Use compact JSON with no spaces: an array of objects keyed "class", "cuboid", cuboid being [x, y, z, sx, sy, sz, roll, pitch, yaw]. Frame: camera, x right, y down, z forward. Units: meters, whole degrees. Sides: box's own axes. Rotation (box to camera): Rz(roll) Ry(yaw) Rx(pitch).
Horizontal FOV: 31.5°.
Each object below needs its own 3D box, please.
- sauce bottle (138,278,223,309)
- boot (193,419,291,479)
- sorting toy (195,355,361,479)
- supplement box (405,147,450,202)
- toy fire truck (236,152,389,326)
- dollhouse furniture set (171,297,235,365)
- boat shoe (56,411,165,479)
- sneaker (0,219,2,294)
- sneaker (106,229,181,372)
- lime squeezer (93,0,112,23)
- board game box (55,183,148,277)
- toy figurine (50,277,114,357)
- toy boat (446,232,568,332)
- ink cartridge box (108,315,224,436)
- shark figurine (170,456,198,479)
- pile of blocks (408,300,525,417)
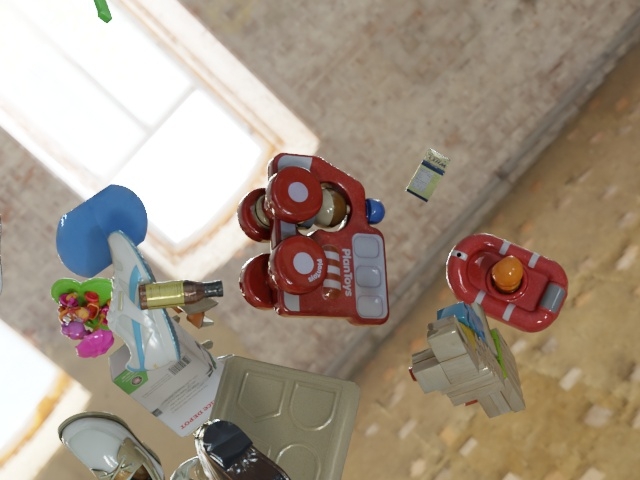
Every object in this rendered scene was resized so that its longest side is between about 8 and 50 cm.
[{"class":"sauce bottle","cuboid":[-0.213,0.081,1.734,0.128,0.042,0.042,-5,-168,-12]},{"class":"boot","cuboid":[-0.101,0.341,1.611,0.082,0.219,0.106,-37,-172,-20]},{"class":"sorting toy","cuboid":[-0.078,0.354,1.819,0.041,0.229,0.307,83,21,-71]},{"class":"supplement box","cuboid":[0.238,-0.145,2.512,0.083,0.056,0.083,-61,179,30]},{"class":"toy fire truck","cuboid":[0.000,0.000,2.011,0.169,0.254,0.302,-30,-121,59]},{"class":"dollhouse furniture set","cuboid":[-0.304,0.265,2.566,0.135,0.259,0.262,-16,128,-46]},{"class":"boat shoe","cuboid":[-0.406,0.441,2.286,0.113,0.302,0.103,-39,-133,6]},{"class":"sneaker","cuboid":[-0.672,0.002,2.080,0.086,0.226,0.163,-14,171,42]},{"class":"sneaker","cuboid":[-0.297,0.096,1.789,0.092,0.229,0.087,-20,178,-3]},{"class":"lime squeezer","cuboid":[-0.311,-0.433,1.548,0.059,0.110,0.310,-48,-148,40]},{"class":"board game box","cuboid":[-0.372,-0.022,1.902,0.168,0.133,0.033,-37,-140,-20]},{"class":"toy figurine","cuboid":[-0.466,0.162,2.263,0.159,0.173,0.130,-92,-153,-59]},{"class":"toy boat","cuboid":[0.348,0.068,2.134,0.151,0.231,0.151,-63,164,-12]},{"class":"ink cartridge box","cuboid":[-0.301,0.278,2.336,0.160,0.219,0.092,-38,-147,6]},{"class":"shark figurine","cuboid":[-0.309,0.563,2.507,0.116,0.166,0.278,-48,-158,28]},{"class":"pile of blocks","cuboid":[0.196,0.172,1.679,0.112,0.362,0.149,-22,-115,16]}]
